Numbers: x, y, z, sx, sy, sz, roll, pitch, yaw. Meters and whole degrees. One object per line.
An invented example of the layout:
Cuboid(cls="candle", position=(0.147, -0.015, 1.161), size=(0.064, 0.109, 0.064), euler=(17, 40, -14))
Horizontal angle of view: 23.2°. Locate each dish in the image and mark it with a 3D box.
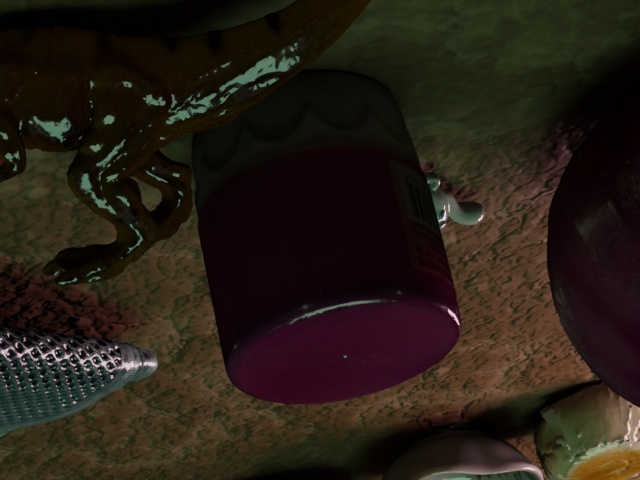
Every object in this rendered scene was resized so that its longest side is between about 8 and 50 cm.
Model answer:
Cuboid(cls="dish", position=(0.159, 0.273, 1.849), size=(0.229, 0.081, 0.229), euler=(-7, 154, -4))

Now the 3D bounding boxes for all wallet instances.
Cuboid(cls="wallet", position=(-0.325, 0.129, 1.317), size=(0.237, 0.075, 0.342), euler=(-21, 162, 27))

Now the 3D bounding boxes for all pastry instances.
Cuboid(cls="pastry", position=(0.329, 0.230, 1.829), size=(0.166, 0.088, 0.166), euler=(-12, 151, -7))

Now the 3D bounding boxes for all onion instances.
Cuboid(cls="onion", position=(0.351, 0.018, 1.225), size=(0.358, 0.345, 0.358), euler=(12, 135, 13))

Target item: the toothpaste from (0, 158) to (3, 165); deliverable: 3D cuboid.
Cuboid(cls="toothpaste", position=(-0.297, -0.021, 1.147), size=(0.089, 0.057, 0.234), euler=(6, 139, -33))

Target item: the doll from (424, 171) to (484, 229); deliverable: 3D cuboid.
Cuboid(cls="doll", position=(0.075, -0.014, 1.309), size=(0.135, 0.071, 0.113), euler=(-15, 137, -15))

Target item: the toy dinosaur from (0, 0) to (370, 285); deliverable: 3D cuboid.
Cuboid(cls="toy dinosaur", position=(-0.119, -0.078, 1.039), size=(0.432, 0.097, 0.208), euler=(-11, 121, -12))

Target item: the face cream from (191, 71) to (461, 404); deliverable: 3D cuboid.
Cuboid(cls="face cream", position=(0.000, 0.000, 1.147), size=(0.175, 0.195, 0.175), euler=(-9, 151, -5))
